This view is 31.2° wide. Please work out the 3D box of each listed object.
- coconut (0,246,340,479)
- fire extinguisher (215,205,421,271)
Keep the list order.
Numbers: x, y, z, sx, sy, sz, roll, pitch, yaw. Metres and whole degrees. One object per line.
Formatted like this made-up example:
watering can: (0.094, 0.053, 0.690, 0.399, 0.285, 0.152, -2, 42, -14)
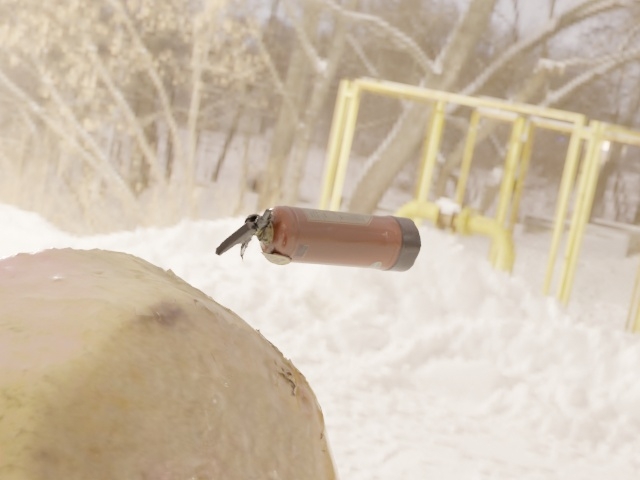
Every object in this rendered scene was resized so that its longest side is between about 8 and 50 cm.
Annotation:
coconut: (-0.130, 0.181, 0.541, 0.353, 0.352, 0.352, 11, 7, -1)
fire extinguisher: (0.000, 0.000, 0.959, 0.177, 0.062, 0.050, 5, 48, -33)
